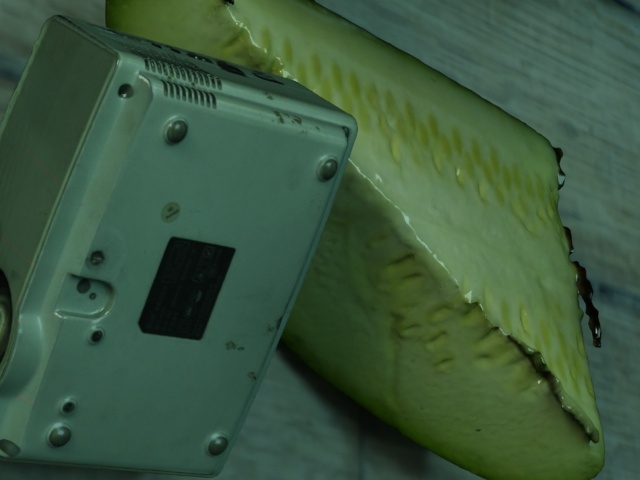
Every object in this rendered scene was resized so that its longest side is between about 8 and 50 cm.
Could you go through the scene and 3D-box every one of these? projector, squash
[{"bbox_3d":[-0.062,0.008,0.623,0.115,0.061,0.147,12,105,-41],"label":"projector"},{"bbox_3d":[0.000,0.000,0.714,0.252,0.093,0.169,25,47,-40],"label":"squash"}]
